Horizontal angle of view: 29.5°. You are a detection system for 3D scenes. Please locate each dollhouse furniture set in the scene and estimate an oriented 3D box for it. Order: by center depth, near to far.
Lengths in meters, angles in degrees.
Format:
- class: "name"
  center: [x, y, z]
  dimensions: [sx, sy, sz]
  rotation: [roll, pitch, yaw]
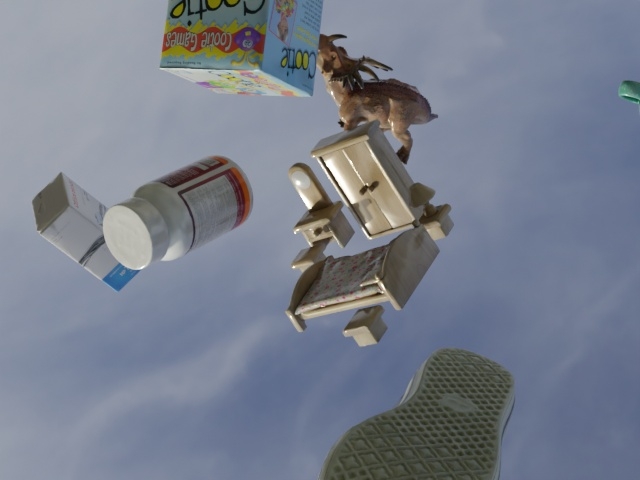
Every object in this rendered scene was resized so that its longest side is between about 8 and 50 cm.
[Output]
- class: "dollhouse furniture set"
  center: [0.000, 0.000, 1.764]
  dimensions: [0.303, 0.174, 0.355]
  rotation: [-17, -155, 40]

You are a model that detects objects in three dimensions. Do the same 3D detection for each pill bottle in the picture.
- class: "pill bottle"
  center: [-0.211, -0.041, 1.811]
  dimensions: [0.121, 0.121, 0.221]
  rotation: [12, -153, 35]

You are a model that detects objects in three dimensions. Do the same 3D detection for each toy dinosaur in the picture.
- class: "toy dinosaur"
  center: [0.109, -0.255, 2.182]
  dimensions: [0.295, 0.200, 0.127]
  rotation: [7, -140, -21]

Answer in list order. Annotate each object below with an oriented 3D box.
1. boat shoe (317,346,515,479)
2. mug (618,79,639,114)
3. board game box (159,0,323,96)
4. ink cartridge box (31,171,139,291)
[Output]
- class: "boat shoe"
  center: [0.120, 0.282, 1.466]
  dimensions: [0.186, 0.156, 0.500]
  rotation: [23, -159, 13]
- class: "mug"
  center: [0.560, -0.222, 1.910]
  dimensions: [0.129, 0.158, 0.097]
  rotation: [-42, 179, 3]
- class: "board game box"
  center: [-0.084, -0.325, 1.466]
  dimensions: [0.142, 0.144, 0.275]
  rotation: [5, -94, 25]
- class: "ink cartridge box"
  center: [-0.415, -0.015, 2.177]
  dimensions: [0.082, 0.190, 0.140]
  rotation: [-42, -146, 8]
